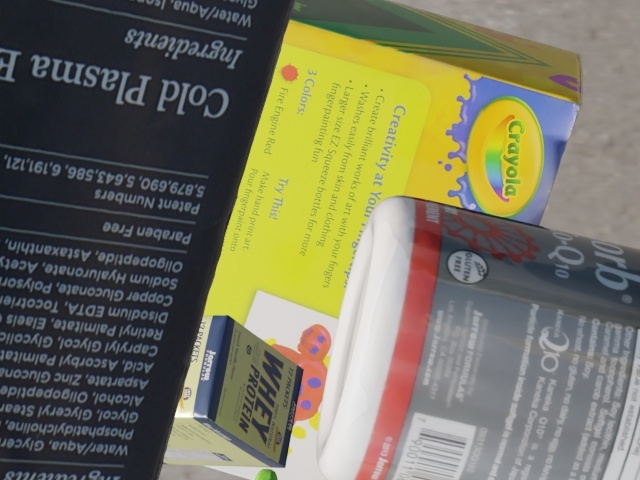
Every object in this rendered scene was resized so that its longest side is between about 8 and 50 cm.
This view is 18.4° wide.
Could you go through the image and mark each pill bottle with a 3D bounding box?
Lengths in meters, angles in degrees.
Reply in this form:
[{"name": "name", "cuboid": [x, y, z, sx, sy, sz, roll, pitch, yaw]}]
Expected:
[{"name": "pill bottle", "cuboid": [0.193, 0.105, 1.377, 0.363, 0.210, 0.210, 13, 102, -4]}]

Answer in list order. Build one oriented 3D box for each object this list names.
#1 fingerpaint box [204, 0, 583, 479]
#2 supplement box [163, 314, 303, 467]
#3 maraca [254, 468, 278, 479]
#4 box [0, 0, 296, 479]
[{"name": "fingerpaint box", "cuboid": [0.000, 0.000, 1.810, 0.371, 0.163, 0.445, 16, 113, 1]}, {"name": "supplement box", "cuboid": [-0.067, 0.079, 1.025, 0.083, 0.083, 0.056, -2, 66, 30]}, {"name": "maraca", "cuboid": [-0.031, 0.201, 0.929, 0.099, 0.127, 0.186, 4, 110, 6]}, {"name": "box", "cuboid": [-0.171, -0.091, 0.732, 0.343, 0.179, 0.313, 35, 113, 55]}]
